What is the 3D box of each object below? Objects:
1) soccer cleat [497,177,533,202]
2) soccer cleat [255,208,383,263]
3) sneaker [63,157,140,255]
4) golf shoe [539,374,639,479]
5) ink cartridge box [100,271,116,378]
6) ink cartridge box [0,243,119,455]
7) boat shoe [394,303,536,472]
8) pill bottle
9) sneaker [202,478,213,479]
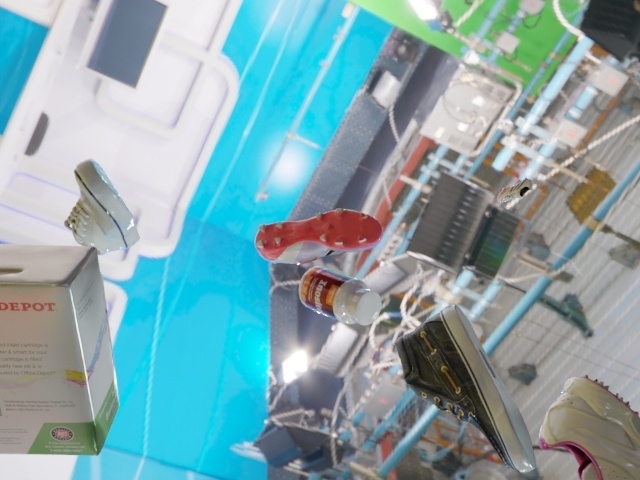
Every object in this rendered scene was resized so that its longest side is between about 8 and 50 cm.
[{"bbox_3d":[0.406,-0.099,1.462,0.083,0.029,0.036,-31,-143,29],"label":"soccer cleat"},{"bbox_3d":[0.000,0.000,1.272,0.095,0.248,0.083,53,36,-56],"label":"soccer cleat"},{"bbox_3d":[-0.336,-0.033,1.051,0.091,0.094,0.258,-32,164,-15],"label":"sneaker"},{"bbox_3d":[0.457,0.338,1.014,0.140,0.306,0.115,-44,155,-15],"label":"golf shoe"},{"bbox_3d":[-0.390,0.161,1.046,0.158,0.092,0.218,-49,-136,25],"label":"ink cartridge box"},{"bbox_3d":[-0.308,0.115,0.734,0.093,0.154,0.212,-86,176,-63],"label":"ink cartridge box"},{"bbox_3d":[0.147,0.163,0.723,0.083,0.065,0.183,-33,-121,17],"label":"boat shoe"},{"bbox_3d":[0.037,0.104,1.290,0.152,0.086,0.086,17,-96,47],"label":"pill bottle"},{"bbox_3d":[-0.050,0.395,0.711,0.112,0.131,0.319,-43,-127,20],"label":"sneaker"}]
